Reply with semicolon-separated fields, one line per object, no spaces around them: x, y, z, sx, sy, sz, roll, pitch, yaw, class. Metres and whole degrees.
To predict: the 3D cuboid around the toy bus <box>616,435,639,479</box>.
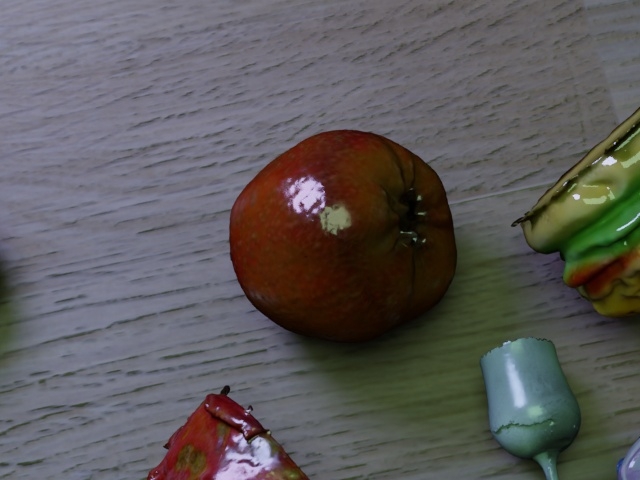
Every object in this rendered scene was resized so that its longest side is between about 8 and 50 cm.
0.346;0.209;1.087;0.142;0.142;0.202;-43;68;-12;toy bus

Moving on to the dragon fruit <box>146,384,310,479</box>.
-0.079;0.263;1.125;0.262;0.134;0.211;41;80;21;dragon fruit

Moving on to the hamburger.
0.293;-0.033;1.168;0.237;0.237;0.149;-41;86;-11;hamburger

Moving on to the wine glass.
0.191;0.183;1.154;0.079;0.079;0.196;-13;65;2;wine glass

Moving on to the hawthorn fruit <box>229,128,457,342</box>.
0.000;0.000;1.221;0.225;0.196;0.197;-11;61;36;hawthorn fruit
